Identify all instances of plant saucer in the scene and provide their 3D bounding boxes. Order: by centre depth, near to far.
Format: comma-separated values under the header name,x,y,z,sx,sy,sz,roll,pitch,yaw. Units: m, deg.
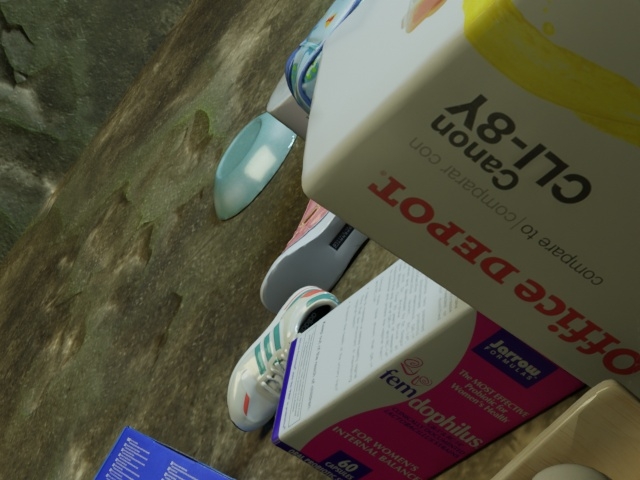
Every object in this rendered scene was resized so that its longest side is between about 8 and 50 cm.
name,x,y,z,sx,sy,sz,roll,pitch,yaw
plant saucer,-0.100,-0.119,1.777,0.195,0.037,0.195,-46,21,24

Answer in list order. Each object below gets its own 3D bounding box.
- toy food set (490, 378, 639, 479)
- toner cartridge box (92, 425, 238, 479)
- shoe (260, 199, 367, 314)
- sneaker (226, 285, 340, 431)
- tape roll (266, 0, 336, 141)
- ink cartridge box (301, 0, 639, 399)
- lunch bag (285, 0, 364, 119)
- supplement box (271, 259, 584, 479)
name,x,y,z,sx,sy,sz,roll,pitch,yaw
toy food set,0.120,0.233,0.648,0.220,0.092,0.306,-47,21,20
toner cartridge box,-0.151,0.285,1.197,0.165,0.075,0.348,-58,21,-13
shoe,0.000,0.000,1.336,0.178,0.063,0.081,-48,19,2
sneaker,-0.034,0.114,1.229,0.161,0.057,0.075,-55,14,-10
tape roll,0.062,-0.230,1.446,0.286,0.100,0.286,-51,11,14
ink cartridge box,0.215,-0.106,0.707,0.384,0.279,0.160,-41,25,35
lunch bag,0.089,-0.167,1.143,0.219,0.176,0.090,-53,15,1
supplement box,0.078,0.089,0.941,0.220,0.111,0.114,-41,25,35
